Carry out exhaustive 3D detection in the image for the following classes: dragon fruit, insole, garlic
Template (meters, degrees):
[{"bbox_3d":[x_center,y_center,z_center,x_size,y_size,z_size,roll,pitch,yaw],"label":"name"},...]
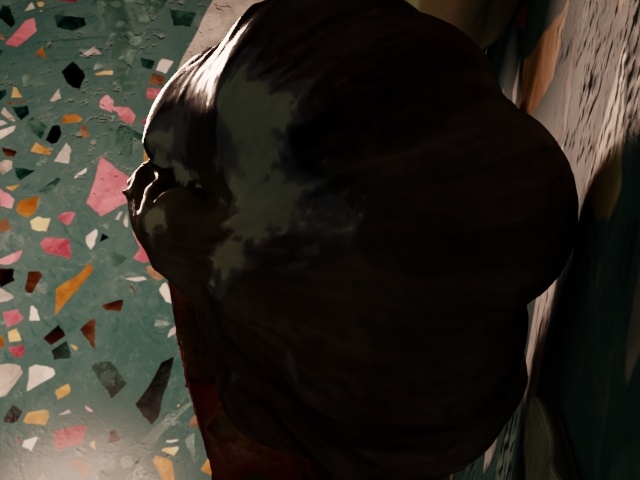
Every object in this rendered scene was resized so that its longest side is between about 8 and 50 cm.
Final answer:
[{"bbox_3d":[-0.019,0.082,1.255,0.371,0.249,0.386,-100,-3,-59],"label":"dragon fruit"},{"bbox_3d":[0.079,0.106,0.447,0.192,0.010,0.063,-78,-3,-72],"label":"insole"},{"bbox_3d":[0.000,0.000,0.596,0.245,0.160,0.245,27,124,49],"label":"garlic"}]

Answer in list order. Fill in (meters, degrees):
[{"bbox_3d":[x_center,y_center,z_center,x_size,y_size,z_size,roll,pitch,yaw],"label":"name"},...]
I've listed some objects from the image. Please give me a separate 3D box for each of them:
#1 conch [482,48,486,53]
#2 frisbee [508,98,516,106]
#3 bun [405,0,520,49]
[{"bbox_3d":[0.072,-0.186,1.130,0.143,0.137,0.250,-40,-29,-50],"label":"conch"},{"bbox_3d":[0.109,-0.034,0.830,0.110,0.014,0.110,10,-90,-88],"label":"frisbee"},{"bbox_3d":[0.079,-0.206,0.948,0.210,0.116,0.237,-3,72,62],"label":"bun"}]
